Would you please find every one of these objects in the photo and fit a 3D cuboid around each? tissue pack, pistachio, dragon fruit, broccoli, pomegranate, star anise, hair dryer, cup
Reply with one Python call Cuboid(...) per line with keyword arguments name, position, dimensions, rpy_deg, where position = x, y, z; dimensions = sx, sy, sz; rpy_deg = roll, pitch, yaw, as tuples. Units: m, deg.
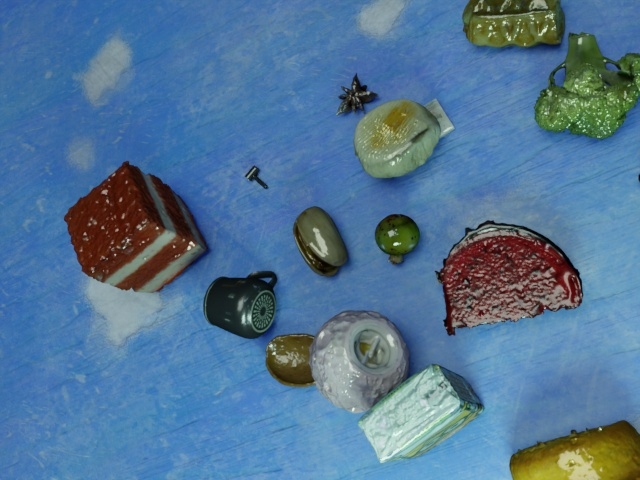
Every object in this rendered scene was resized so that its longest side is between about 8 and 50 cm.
Cuboid(name="tissue pack", position=(0.326, -0.340, 2.055), dimensions=(0.056, 0.023, 0.108), rpy_deg=(-33, 66, 12))
Cuboid(name="pistachio", position=(0.000, 0.000, 2.057), dimensions=(0.206, 0.131, 0.129), rpy_deg=(62, 148, 19))
Cuboid(name="tissue pack", position=(0.245, 0.407, 1.723), dimensions=(0.228, 0.311, 0.128), rpy_deg=(-38, 64, 9))
Cuboid(name="dragon fruit", position=(0.462, 0.084, 1.836), dimensions=(0.344, 0.100, 0.282), rpy_deg=(-12, 70, 17))
Cuboid(name="broccoli", position=(0.681, -0.403, 1.827), dimensions=(0.254, 0.186, 0.302), rpy_deg=(17, 89, 36))
Cuboid(name="pomegranate", position=(0.202, -0.010, 1.966), dimensions=(0.130, 0.130, 0.130), rpy_deg=(-6, 73, 22))
Cuboid(name="star anise", position=(0.093, -0.412, 2.157), dimensions=(0.129, 0.056, 0.124), rpy_deg=(-43, 64, 7))
Cuboid(name="hair dryer", position=(-0.189, -0.187, 2.237), dimensions=(0.083, 0.026, 0.047), rpy_deg=(43, 96, 23))
Cuboid(name="cup", position=(-0.216, 0.168, 2.091), dimensions=(0.177, 0.169, 0.223), rpy_deg=(6, 43, 32))

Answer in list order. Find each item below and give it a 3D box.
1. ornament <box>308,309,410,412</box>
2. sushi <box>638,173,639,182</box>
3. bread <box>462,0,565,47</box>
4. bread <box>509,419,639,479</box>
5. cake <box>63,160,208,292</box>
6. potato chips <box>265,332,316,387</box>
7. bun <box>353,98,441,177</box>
Cuboid(name="ornament", position=(0.094, 0.304, 1.858), dimensions=(0.260, 0.225, 0.259), rpy_deg=(8, 61, -15))
Cuboid(name="sushi", position=(0.861, -0.158, 1.689), dimensions=(0.204, 0.213, 0.200), rpy_deg=(39, 70, 14))
Cuboid(name="bread", position=(0.516, -0.599, 1.986), dimensions=(0.268, 0.130, 0.152), rpy_deg=(3, 86, 24))
Cuboid(name="bread", position=(0.576, 0.514, 1.624), dimensions=(0.340, 0.179, 0.194), rpy_deg=(-23, 67, 16))
Cuboid(name="cake", position=(-0.543, -0.024, 2.183), dimensions=(0.269, 0.319, 0.270), rpy_deg=(-38, 59, 13))
Cuboid(name="potato chips", position=(-0.056, 0.331, 2.022), dimensions=(0.202, 0.049, 0.150), rpy_deg=(-6, 70, 24))
Cuboid(name="bun", position=(0.209, -0.263, 2.016), dimensions=(0.244, 0.153, 0.243), rpy_deg=(-16, 50, 20))
